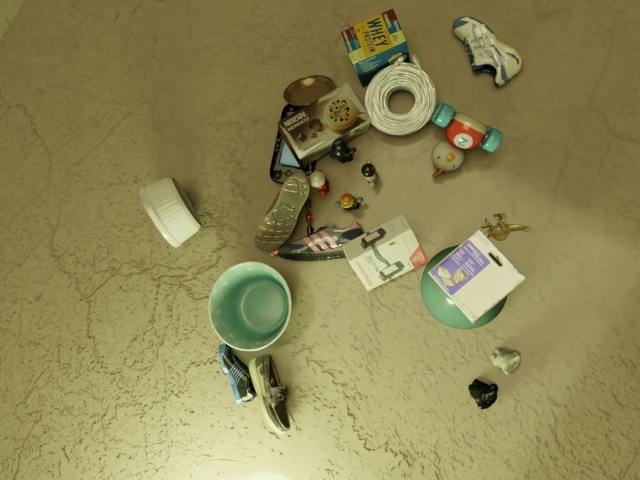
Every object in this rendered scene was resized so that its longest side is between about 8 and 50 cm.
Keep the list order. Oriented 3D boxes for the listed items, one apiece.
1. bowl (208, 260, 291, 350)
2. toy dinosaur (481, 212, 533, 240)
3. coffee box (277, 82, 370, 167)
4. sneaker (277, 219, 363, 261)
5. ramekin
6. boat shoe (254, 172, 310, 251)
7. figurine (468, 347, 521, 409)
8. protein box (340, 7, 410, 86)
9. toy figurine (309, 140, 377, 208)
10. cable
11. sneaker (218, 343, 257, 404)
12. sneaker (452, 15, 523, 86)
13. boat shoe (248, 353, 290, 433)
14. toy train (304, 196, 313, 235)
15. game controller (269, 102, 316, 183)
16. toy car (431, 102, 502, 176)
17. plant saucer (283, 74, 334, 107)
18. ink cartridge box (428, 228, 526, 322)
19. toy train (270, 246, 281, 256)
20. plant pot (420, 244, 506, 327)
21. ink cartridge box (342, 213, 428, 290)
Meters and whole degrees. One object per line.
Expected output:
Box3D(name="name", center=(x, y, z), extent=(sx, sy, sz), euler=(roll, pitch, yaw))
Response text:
Box3D(name="bowl", center=(-0.230, 0.237, 1.933), extent=(0.312, 0.163, 0.311), euler=(-2, 81, 14))
Box3D(name="toy dinosaur", center=(0.620, -0.047, 1.822), extent=(0.183, 0.053, 0.092), euler=(-18, 94, 19))
Box3D(name="coffee box", center=(0.012, -0.418, 1.952), extent=(0.297, 0.119, 0.168), euler=(-30, 83, -3))
Box3D(name="sneaker", center=(0.000, 0.000, 1.945), extent=(0.320, 0.112, 0.130), euler=(-5, 71, 7))
Box3D(name="ramekin", center=(-0.561, -0.118, 2.025), extent=(0.127, 0.273, 0.272), euler=(-30, 76, -4))
Box3D(name="boat shoe", center=(-0.134, -0.103, 1.945), extent=(0.123, 0.116, 0.324), euler=(31, 106, -11))
Box3D(name="figurine", center=(0.556, 0.432, 1.679), extent=(0.092, 0.209, 0.214), euler=(35, 92, 16))
Box3D(name="protein box", center=(0.205, -0.689, 1.931), extent=(0.200, 0.201, 0.135), euler=(-21, 77, 11))
Box3D(name="toy figurine", center=(0.089, -0.228, 1.924), extent=(0.210, 0.148, 0.213), euler=(39, 93, 16))
Box3D(name="cable", center=(0.288, -0.505, 1.927), extent=(0.257, 0.089, 0.257), euler=(-30, 87, 12))
Box3D(name="sneaker", center=(-0.297, 0.479, 1.964), extent=(0.091, 0.081, 0.232), euler=(-24, 84, 7))
Box3D(name="sneaker", center=(0.563, -0.668, 1.884), extent=(0.296, 0.112, 0.131), euler=(45, 95, 16))
Box3D(name="boat shoe", center=(-0.168, 0.543, 1.908), extent=(0.092, 0.103, 0.285), euler=(-30, 70, 14))
Box3D(name="toy train", center=(-0.044, -0.087, 1.996), extent=(0.027, 0.036, 0.158), euler=(-7, 80, 13))
Box3D(name="game controller", center=(-0.088, -0.364, 2.032), extent=(0.167, 0.067, 0.318), euler=(10, 85, 16))
Box3D(name="toy car", center=(0.454, -0.314, 1.826), extent=(0.219, 0.210, 0.237), euler=(26, 107, -3))
Box3D(name="plant saucer", center=(-0.042, -0.558, 2.025), extent=(0.199, 0.036, 0.198), euler=(-8, 46, 8))
Box3D(name="ink cartridge box", center=(0.474, 0.109, 1.627), extent=(0.208, 0.045, 0.206), euler=(-42, 75, 7))
Box3D(name="toy train", center=(-0.165, -0.028, 2.018), extent=(0.125, 0.046, 0.166), euler=(31, 87, 4))
Box3D(name="plant pot", center=(0.469, 0.147, 1.750), extent=(0.291, 0.195, 0.289), euler=(-2, 81, 15))
Box3D(name="ink cartridge box", center=(0.220, 0.044, 1.831), extent=(0.237, 0.172, 0.100), euler=(-28, 38, 9))
